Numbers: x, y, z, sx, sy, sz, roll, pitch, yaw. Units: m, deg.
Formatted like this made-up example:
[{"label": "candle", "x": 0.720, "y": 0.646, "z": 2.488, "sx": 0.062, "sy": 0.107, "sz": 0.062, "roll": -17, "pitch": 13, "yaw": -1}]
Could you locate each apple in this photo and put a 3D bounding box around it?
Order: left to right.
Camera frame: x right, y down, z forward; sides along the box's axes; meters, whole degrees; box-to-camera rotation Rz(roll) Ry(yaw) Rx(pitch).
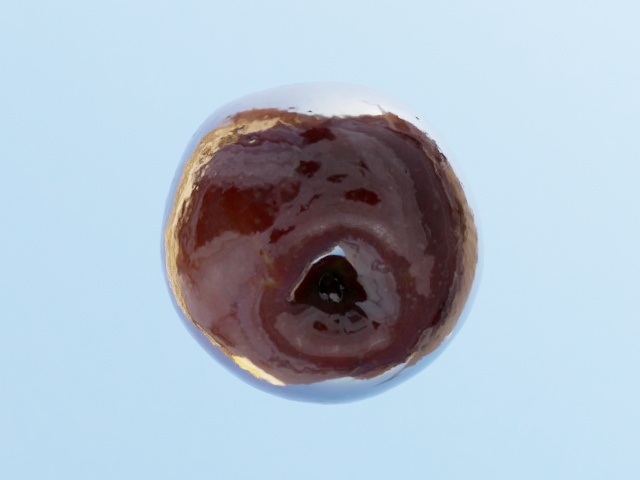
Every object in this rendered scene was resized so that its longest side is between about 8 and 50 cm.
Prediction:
[{"label": "apple", "x": 0.000, "y": 0.000, "z": 1.283, "sx": 0.218, "sy": 0.218, "sz": 0.201, "roll": 33, "pitch": -156, "yaw": -21}]
